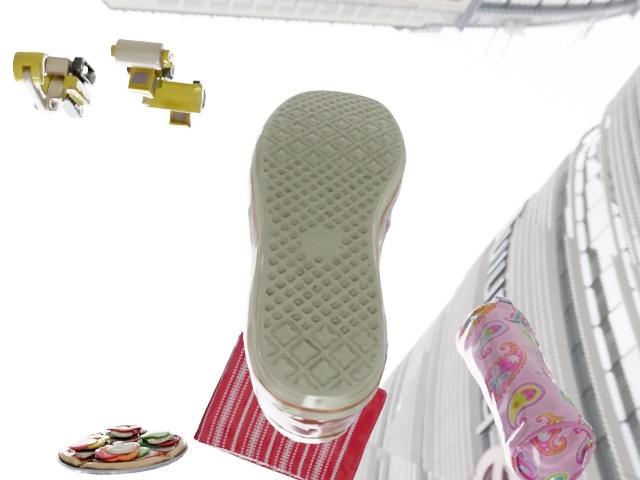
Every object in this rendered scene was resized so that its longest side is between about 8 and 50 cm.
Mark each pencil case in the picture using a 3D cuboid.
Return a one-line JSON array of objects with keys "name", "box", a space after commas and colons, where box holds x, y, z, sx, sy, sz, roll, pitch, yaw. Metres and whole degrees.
[{"name": "pencil case", "box": [0.276, 0.200, 1.106, 0.124, 0.124, 0.284, 18, -155, -15]}]

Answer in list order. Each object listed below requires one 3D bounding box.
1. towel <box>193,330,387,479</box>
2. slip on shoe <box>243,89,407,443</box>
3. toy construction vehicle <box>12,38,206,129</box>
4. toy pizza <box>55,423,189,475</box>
[{"name": "towel", "box": [-0.044, 0.286, 1.309, 0.274, 0.199, 0.031, 24, 179, -13]}, {"name": "slip on shoe", "box": [0.000, 0.000, 0.606, 0.122, 0.101, 0.331, 7, -132, -4]}, {"name": "toy construction vehicle", "box": [-0.106, -0.076, 0.419, 0.085, 0.098, 0.035, 6, -93, -3]}, {"name": "toy pizza", "box": [-0.306, 0.317, 1.246, 0.201, 0.201, 0.032, -2, -87, -34]}]
